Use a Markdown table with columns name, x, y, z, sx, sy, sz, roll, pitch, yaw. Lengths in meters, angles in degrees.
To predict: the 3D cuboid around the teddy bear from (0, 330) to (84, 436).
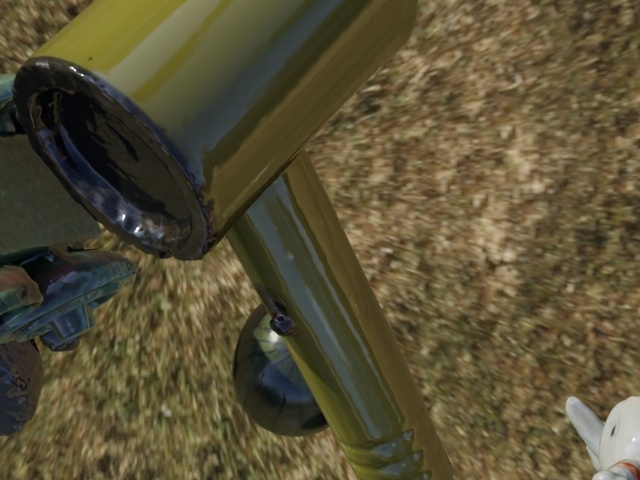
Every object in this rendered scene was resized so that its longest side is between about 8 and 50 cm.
| name | x | y | z | sx | sy | sz | roll | pitch | yaw |
| --- | --- | --- | --- | --- | --- | --- | --- | --- | --- |
| teddy bear | -0.309 | 0.084 | 1.460 | 0.144 | 0.251 | 0.171 | -29 | 119 | 27 |

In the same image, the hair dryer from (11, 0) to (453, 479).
| name | x | y | z | sx | sy | sz | roll | pitch | yaw |
| --- | --- | --- | --- | --- | --- | --- | --- | --- | --- |
| hair dryer | 0.000 | 0.000 | 0.614 | 0.135 | 0.090 | 0.278 | -49 | 132 | -28 |

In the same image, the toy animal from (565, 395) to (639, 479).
| name | x | y | z | sx | sy | sz | roll | pitch | yaw |
| --- | --- | --- | --- | --- | --- | --- | --- | --- | --- |
| toy animal | 0.323 | 0.199 | 1.532 | 0.141 | 0.282 | 0.138 | -21 | 72 | 13 |

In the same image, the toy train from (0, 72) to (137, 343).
| name | x | y | z | sx | sy | sz | roll | pitch | yaw |
| --- | --- | --- | --- | --- | --- | --- | --- | --- | --- |
| toy train | -0.229 | 0.012 | 0.756 | 0.221 | 0.304 | 0.150 | -25 | 88 | 13 |

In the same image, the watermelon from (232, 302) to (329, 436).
| name | x | y | z | sx | sy | sz | roll | pitch | yaw |
| --- | --- | --- | --- | --- | --- | --- | --- | --- | --- |
| watermelon | -0.013 | 0.071 | 0.885 | 0.078 | 0.110 | 0.078 | 3 | 63 | -7 |
